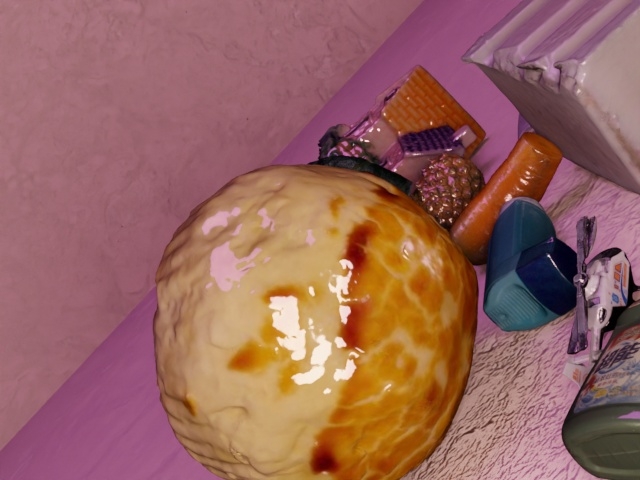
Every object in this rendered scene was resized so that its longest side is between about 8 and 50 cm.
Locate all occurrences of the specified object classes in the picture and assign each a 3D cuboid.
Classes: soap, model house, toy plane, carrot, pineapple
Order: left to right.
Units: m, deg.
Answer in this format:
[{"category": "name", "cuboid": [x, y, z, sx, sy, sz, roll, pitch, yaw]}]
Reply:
[{"category": "model house", "cuboid": [0.148, -0.162, 1.889, 0.237, 0.202, 0.237, -42, 14, 12]}, {"category": "pineapple", "cuboid": [0.156, -0.012, 1.613, 0.251, 0.125, 0.125, -55, 17, -23]}, {"category": "carrot", "cuboid": [0.251, -0.051, 1.458, 0.193, 0.087, 0.087, -52, 9, 22]}, {"category": "toy plane", "cuboid": [0.276, 0.071, 1.079, 0.053, 0.078, 0.197, -26, 37, 46]}, {"category": "soap", "cuboid": [0.443, -0.291, 1.364, 0.435, 0.213, 0.350, -44, 18, -2]}]

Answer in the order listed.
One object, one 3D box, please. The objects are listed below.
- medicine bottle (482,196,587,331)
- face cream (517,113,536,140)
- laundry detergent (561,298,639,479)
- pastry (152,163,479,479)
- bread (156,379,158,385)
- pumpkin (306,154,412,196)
[{"category": "medicine bottle", "cuboid": [0.252, 0.017, 1.298, 0.124, 0.079, 0.258, -43, 12, 24]}, {"category": "face cream", "cuboid": [0.350, -0.195, 1.716, 0.084, 0.057, 0.198, -31, 16, 27]}, {"category": "laundry detergent", "cuboid": [0.298, 0.101, 0.927, 0.144, 0.078, 0.222, -24, 22, 51]}, {"category": "pastry", "cuboid": [0.009, 0.099, 1.183, 0.312, 0.388, 0.388, -1, 37, 32]}, {"category": "bread", "cuboid": [-0.116, 0.121, 1.883, 0.236, 0.165, 0.375, -37, 15, 45]}, {"category": "pumpkin", "cuboid": [0.000, 0.000, 1.639, 0.293, 0.197, 0.263, -65, -3, 22]}]
